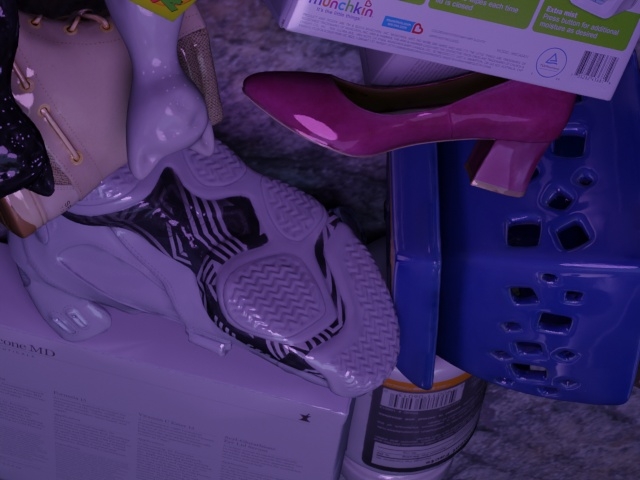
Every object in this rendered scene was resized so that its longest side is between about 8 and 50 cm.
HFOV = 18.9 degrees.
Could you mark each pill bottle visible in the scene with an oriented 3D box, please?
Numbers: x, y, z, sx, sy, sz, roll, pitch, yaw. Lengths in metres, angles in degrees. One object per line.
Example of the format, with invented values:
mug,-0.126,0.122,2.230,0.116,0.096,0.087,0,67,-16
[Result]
pill bottle,0.081,0.130,1.858,0.162,0.162,0.278,-5,146,-7

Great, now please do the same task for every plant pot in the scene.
plant pot,0.160,-0.009,1.623,0.212,0.236,0.236,-1,146,0

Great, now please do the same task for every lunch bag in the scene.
lunch bag,0.000,0.000,1.744,0.071,0.053,0.083,-19,170,13

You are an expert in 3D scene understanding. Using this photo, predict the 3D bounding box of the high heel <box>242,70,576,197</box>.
high heel,0.070,-0.114,1.416,0.244,0.082,0.117,17,113,-12

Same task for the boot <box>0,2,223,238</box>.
boot,-0.197,-0.159,1.419,0.203,0.095,0.262,-30,110,-18

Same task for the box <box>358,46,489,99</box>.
box,0.087,-0.171,1.473,0.087,0.101,0.102,11,141,-26

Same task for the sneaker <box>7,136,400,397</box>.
sneaker,-0.111,0.024,1.594,0.366,0.137,0.210,37,145,-2

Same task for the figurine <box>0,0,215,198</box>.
figurine,-0.173,-0.134,1.340,0.214,0.210,0.092,-15,-168,-29

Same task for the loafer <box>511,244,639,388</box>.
loafer,0.277,0.069,1.884,0.268,0.092,0.102,30,130,-22

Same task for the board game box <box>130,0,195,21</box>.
board game box,-0.092,-0.243,1.254,0.043,0.181,0.092,22,135,-37

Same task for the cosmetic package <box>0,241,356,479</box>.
cosmetic package,-0.160,0.151,1.781,0.377,0.097,0.284,14,146,3

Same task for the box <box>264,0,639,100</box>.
box,0.112,-0.240,1.290,0.262,0.127,0.231,9,117,-25
